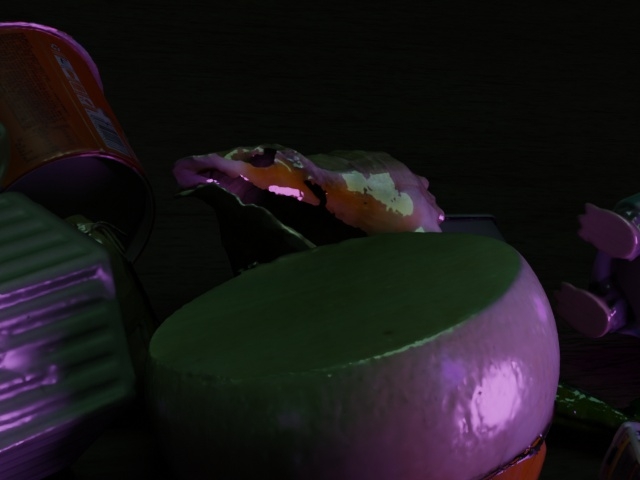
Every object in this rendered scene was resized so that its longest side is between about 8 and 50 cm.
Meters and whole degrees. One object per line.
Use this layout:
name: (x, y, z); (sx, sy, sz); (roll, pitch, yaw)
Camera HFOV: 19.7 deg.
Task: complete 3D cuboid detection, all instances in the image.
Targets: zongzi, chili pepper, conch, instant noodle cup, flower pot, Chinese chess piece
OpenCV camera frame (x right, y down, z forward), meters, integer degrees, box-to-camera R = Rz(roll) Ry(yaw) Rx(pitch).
zongzi: (-0.215, 0.047, 1.666); (0.099, 0.194, 0.197); (-25, 32, -12)
chili pepper: (0.227, 0.152, 1.810); (0.257, 0.074, 0.100); (22, 22, 5)
conch: (0.000, 0.010, 1.821); (0.324, 0.186, 0.263); (2, 16, -30)
instant noodle cup: (-0.287, -0.061, 1.786); (0.250, 0.250, 0.192); (-4, 38, -35)
flower pot: (-0.287, 0.093, 1.473); (0.209, 0.239, 0.189); (-4, 9, 39)
Chinese chess piece: (0.027, 0.112, 1.544); (0.349, 0.146, 0.349); (-13, 16, 4)

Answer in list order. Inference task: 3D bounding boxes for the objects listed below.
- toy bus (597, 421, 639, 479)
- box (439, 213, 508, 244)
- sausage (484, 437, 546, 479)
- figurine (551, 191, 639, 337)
toy bus: (0.397, 0.236, 1.701); (0.268, 0.092, 0.106); (9, 35, -13)
box: (0.153, 0.022, 2.030); (0.122, 0.084, 0.069); (-2, 36, -30)
sausage: (0.138, 0.196, 1.617); (0.112, 0.112, 0.328); (19, 24, 10)
figurine: (0.506, 0.066, 1.921); (0.361, 0.266, 0.377); (-16, 38, -39)
